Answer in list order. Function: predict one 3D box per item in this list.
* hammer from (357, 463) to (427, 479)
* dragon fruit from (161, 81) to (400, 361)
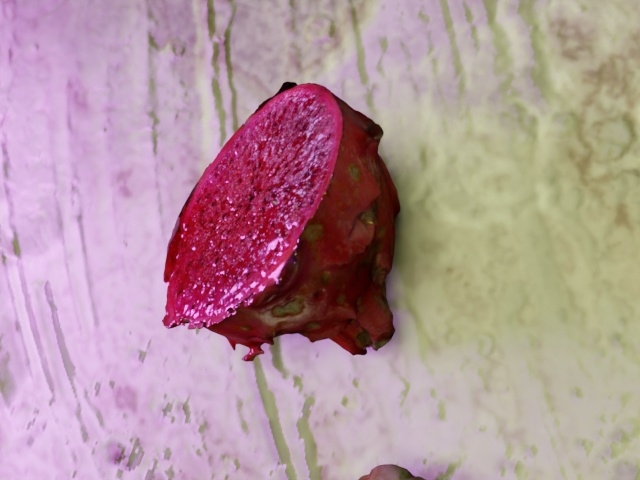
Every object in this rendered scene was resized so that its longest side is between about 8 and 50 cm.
[{"bbox_3d":[0.147,0.177,0.636,0.306,0.113,0.201,14,86,26],"label":"hammer"},{"bbox_3d":[0.000,0.000,0.716,0.153,0.111,0.153,-34,37,31],"label":"dragon fruit"}]
